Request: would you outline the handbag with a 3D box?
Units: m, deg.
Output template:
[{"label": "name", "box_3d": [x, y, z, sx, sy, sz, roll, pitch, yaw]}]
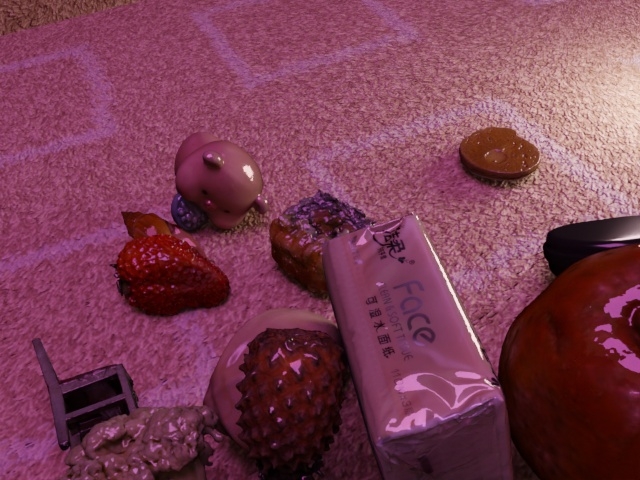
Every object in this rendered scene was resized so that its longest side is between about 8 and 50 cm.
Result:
[{"label": "handbag", "box_3d": [0.600, 0.016, 1.538, 0.308, 0.093, 0.254, -7, 10, -1]}]

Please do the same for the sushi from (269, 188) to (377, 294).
[{"label": "sushi", "box_3d": [0.000, 0.000, 1.649, 0.274, 0.139, 0.184, 32, 52, 27]}]

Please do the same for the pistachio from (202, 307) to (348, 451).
[{"label": "pistachio", "box_3d": [-0.066, 0.234, 1.360, 0.226, 0.208, 0.332, 52, 39, -4]}]

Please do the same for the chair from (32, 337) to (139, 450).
[{"label": "chair", "box_3d": [-0.405, 0.282, 1.385, 0.147, 0.136, 0.270, -19, 42, -16]}]

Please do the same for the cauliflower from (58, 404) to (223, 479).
[{"label": "cauliflower", "box_3d": [-0.269, 0.386, 1.157, 0.327, 0.260, 0.281, -50, 46, 4]}]

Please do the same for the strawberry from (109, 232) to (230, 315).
[{"label": "strawberry", "box_3d": [-0.317, 0.063, 1.592, 0.236, 0.107, 0.175, -13, 78, 1]}]

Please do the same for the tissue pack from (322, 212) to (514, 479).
[{"label": "tissue pack", "box_3d": [0.152, 0.213, 1.234, 0.205, 0.331, 0.405, -19, 42, 1]}]

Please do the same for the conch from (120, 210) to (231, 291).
[{"label": "conch", "box_3d": [-0.325, 0.030, 1.704, 0.330, 0.093, 0.109, 40, 14, 16]}]

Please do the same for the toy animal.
[{"label": "toy animal", "box_3d": [-0.240, -0.148, 1.810, 0.229, 0.210, 0.221, -30, 37, 30]}]

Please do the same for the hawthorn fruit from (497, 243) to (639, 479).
[{"label": "hawthorn fruit", "box_3d": [0.448, 0.195, 1.103, 0.403, 0.402, 0.402, -3, 41, 3]}]

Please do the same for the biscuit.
[{"label": "biscuit", "box_3d": [0.437, -0.204, 1.895, 0.181, 0.049, 0.208, -24, 44, -19]}]

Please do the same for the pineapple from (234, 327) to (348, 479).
[{"label": "pineapple", "box_3d": [-0.049, 0.312, 1.149, 0.175, 0.361, 0.175, 3, 3, 0]}]
